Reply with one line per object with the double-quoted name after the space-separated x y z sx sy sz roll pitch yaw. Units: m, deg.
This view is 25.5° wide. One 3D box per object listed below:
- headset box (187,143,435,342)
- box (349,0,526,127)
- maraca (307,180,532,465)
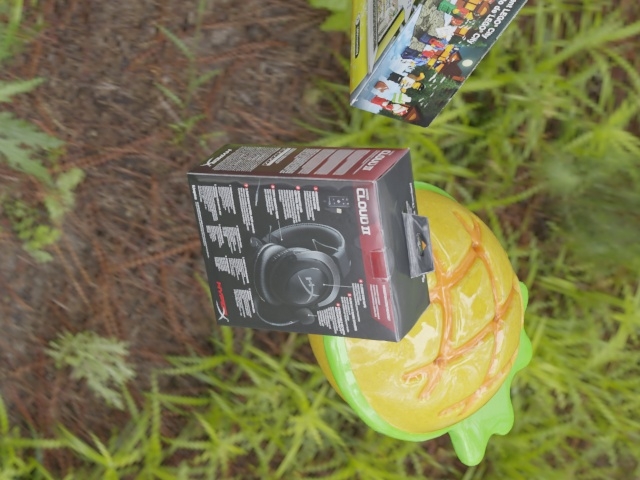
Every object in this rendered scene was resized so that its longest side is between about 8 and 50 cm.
0.000 0.000 0.500 0.032 0.083 0.062 -45 131 -53 "headset box"
0.067 -0.194 0.687 0.044 0.159 0.233 15 54 -18 "box"
0.059 0.044 0.723 0.186 0.099 0.127 38 67 -46 "maraca"
